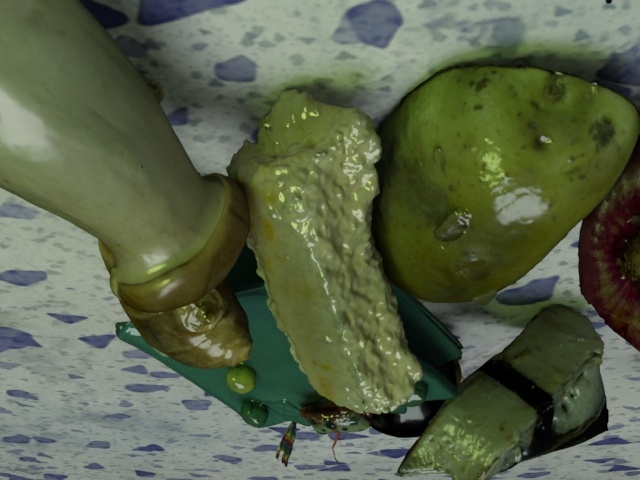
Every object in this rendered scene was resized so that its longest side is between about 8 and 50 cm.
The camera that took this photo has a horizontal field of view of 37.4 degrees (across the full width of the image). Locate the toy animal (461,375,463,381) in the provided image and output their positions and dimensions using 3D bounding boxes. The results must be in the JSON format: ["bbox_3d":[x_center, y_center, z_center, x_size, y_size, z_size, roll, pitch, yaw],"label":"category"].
[{"bbox_3d":[0.103,0.192,1.218,0.150,0.089,0.083,-16,172,23],"label":"toy animal"}]

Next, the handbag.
[{"bbox_3d":[-0.032,0.107,0.943,0.269,0.100,0.274,-16,135,30],"label":"handbag"}]

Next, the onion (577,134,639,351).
[{"bbox_3d":[0.289,-0.004,0.663,0.201,0.207,0.200,1,118,2],"label":"onion"}]

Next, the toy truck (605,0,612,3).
[{"bbox_3d":[0.136,-0.169,0.409,0.257,0.127,0.127,5,153,-17],"label":"toy truck"}]

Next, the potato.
[{"bbox_3d":[0.110,-0.017,0.706,0.160,0.111,0.271,19,154,-12],"label":"potato"}]

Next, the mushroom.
[{"bbox_3d":[-0.170,-0.081,0.553,0.128,0.128,0.350,-16,134,30],"label":"mushroom"}]

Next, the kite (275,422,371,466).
[{"bbox_3d":[-0.019,0.187,1.129,0.006,0.198,0.244,-27,139,-44],"label":"kite"}]

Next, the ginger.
[{"bbox_3d":[-0.125,-0.001,0.737,0.131,0.086,0.294,33,148,35],"label":"ginger"}]

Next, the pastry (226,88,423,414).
[{"bbox_3d":[0.006,0.017,0.702,0.121,0.089,0.258,14,133,37],"label":"pastry"}]

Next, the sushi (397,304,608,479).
[{"bbox_3d":[0.199,0.164,0.992,0.273,0.134,0.109,-18,148,-29],"label":"sushi"}]

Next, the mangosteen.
[{"bbox_3d":[0.109,0.160,1.105,0.151,0.137,0.137,-25,169,-32],"label":"mangosteen"}]
